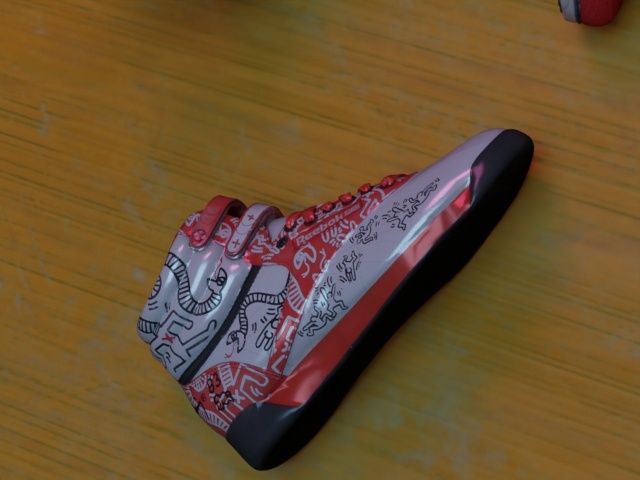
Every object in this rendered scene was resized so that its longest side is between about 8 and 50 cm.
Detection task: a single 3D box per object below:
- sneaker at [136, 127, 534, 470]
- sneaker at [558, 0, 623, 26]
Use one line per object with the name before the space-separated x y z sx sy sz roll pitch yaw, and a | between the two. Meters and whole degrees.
sneaker | -0.001 0.000 1.199 0.145 0.090 0.270 44 102 18
sneaker | 0.230 -0.245 1.135 0.118 0.107 0.279 29 97 13
